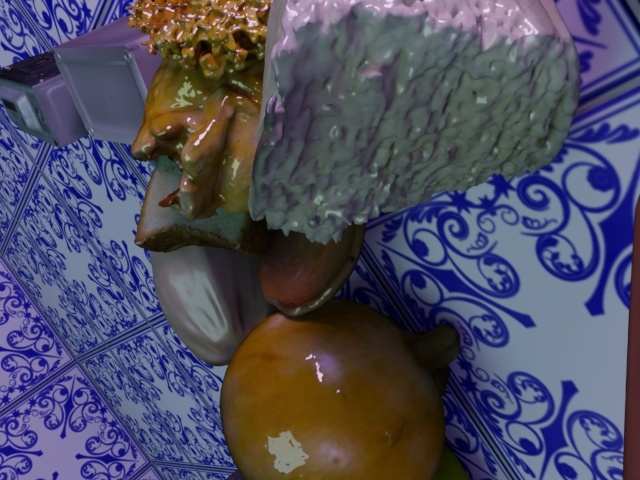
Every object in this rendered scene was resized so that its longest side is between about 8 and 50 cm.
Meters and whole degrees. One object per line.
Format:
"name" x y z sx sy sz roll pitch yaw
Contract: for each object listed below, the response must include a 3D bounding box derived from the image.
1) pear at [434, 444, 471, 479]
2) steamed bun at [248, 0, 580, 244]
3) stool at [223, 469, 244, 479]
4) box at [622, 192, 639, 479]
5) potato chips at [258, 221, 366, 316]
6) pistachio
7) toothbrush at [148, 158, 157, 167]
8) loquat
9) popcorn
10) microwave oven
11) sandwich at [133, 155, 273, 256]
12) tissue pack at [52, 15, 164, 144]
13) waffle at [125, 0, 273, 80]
"pear" 0.177 0.448 1.090 0.292 0.159 0.292 35 147 27
"steamed bun" 0.078 -0.141 0.612 0.272 0.273 0.290 9 150 -12
"stool" -0.053 0.524 1.284 0.297 0.330 0.297 31 141 29
"box" 0.326 0.111 0.369 0.239 0.229 0.339 -5 77 52
"potato chips" 0.001 0.001 0.897 0.062 0.208 0.195 26 138 -36
"pistachio" -0.173 0.050 1.123 0.331 0.208 0.226 64 -176 3
"toothbrush" -0.311 -0.152 1.253 0.276 0.019 0.025 44 141 13
"loquat" 0.039 0.224 0.934 0.360 0.328 0.328 -33 94 14
"popcorn" -0.116 -0.139 0.831 0.190 0.253 0.191 27 169 -30
"microwave oven" -0.472 -0.264 1.220 0.208 0.162 0.122 22 136 45
"sandwich" -0.155 -0.066 0.973 0.215 0.186 0.065 5 166 34
"tissue pack" -0.261 -0.237 1.004 0.246 0.136 0.159 15 132 43
"waffle" -0.115 -0.268 0.744 0.193 0.197 0.070 50 169 25
